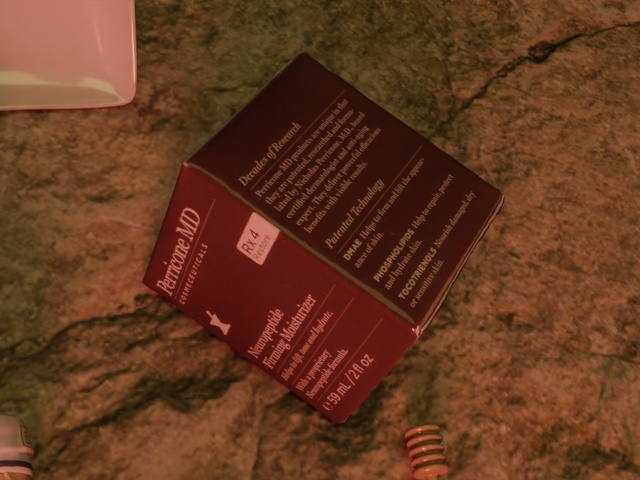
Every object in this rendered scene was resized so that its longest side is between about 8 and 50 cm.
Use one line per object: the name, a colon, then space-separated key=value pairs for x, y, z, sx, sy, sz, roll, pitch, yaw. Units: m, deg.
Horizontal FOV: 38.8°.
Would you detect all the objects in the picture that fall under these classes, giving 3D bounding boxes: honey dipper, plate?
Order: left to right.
plate: x=-0.292 y=-0.242 z=0.743 sx=0.277 sy=0.278 sz=0.045 roll=-8 pitch=25 yaw=-27
honey dipper: x=0.095 y=0.222 z=0.697 sx=0.030 sy=0.030 sz=0.160 roll=2 pitch=59 yaw=-22

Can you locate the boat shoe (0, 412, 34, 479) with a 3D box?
boat shoe: x=-0.314 y=0.161 z=0.515 sx=0.302 sy=0.109 sz=0.094 roll=-3 pitch=62 yaw=-27

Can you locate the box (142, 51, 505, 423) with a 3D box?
box: x=0.000 y=0.000 z=0.722 sx=0.203 sy=0.168 sz=0.167 roll=35 pitch=51 yaw=4
